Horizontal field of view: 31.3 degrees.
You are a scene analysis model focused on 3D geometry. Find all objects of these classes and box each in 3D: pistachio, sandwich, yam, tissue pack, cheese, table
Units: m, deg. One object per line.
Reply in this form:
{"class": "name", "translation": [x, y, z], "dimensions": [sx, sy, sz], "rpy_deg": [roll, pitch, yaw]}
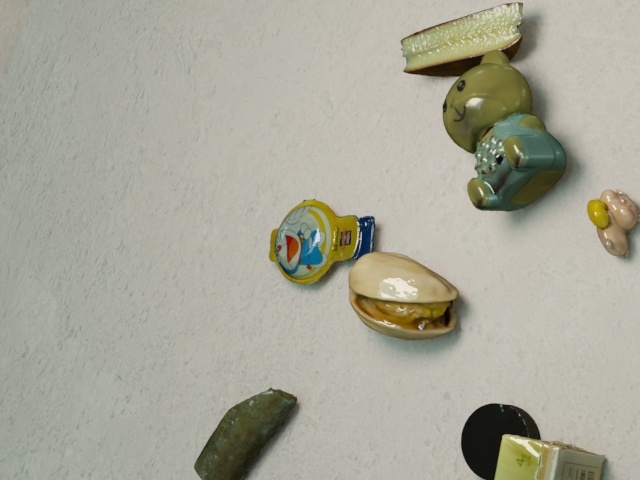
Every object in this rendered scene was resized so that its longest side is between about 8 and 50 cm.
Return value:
{"class": "pistachio", "translation": [0.149, 0.101, 2.090], "dimensions": [0.229, 0.157, 0.157], "rpy_deg": [18, 90, 35]}
{"class": "sandwich", "translation": [0.279, -0.368, 2.139], "dimensions": [0.258, 0.096, 0.094], "rpy_deg": [-9, 79, 36]}
{"class": "yam", "translation": [-0.153, 0.385, 2.277], "dimensions": [0.259, 0.106, 0.106], "rpy_deg": [-55, 51, 14]}
{"class": "tissue pack", "translation": [0.351, 0.433, 1.811], "dimensions": [0.125, 0.159, 0.234], "rpy_deg": [7, 82, 40]}
{"class": "cheese", "translation": [0.000, 0.000, 2.279], "dimensions": [0.270, 0.069, 0.177], "rpy_deg": [-4, 75, 39]}
{"class": "table", "translation": [0.306, 0.345, 1.949], "dimensions": [0.133, 0.043, 0.133], "rpy_deg": [-11, 71, 36]}

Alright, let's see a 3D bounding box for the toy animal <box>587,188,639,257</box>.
{"class": "toy animal", "translation": [0.489, -0.036, 1.882], "dimensions": [0.082, 0.091, 0.114], "rpy_deg": [-25, 61, 16]}

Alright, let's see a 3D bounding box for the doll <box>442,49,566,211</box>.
{"class": "doll", "translation": [0.315, -0.194, 2.015], "dimensions": [0.177, 0.161, 0.261], "rpy_deg": [-55, 49, 42]}
